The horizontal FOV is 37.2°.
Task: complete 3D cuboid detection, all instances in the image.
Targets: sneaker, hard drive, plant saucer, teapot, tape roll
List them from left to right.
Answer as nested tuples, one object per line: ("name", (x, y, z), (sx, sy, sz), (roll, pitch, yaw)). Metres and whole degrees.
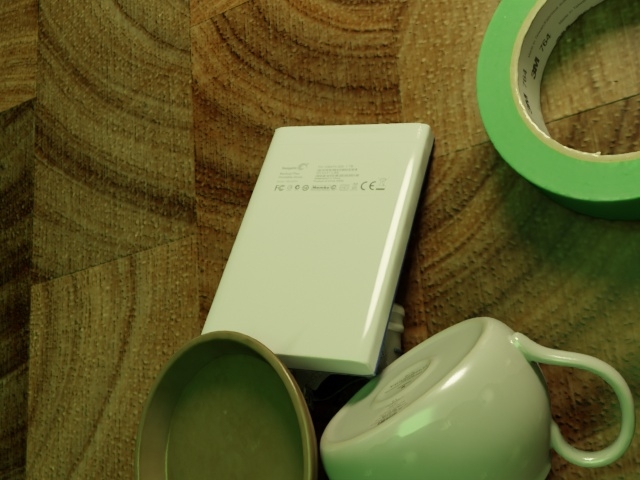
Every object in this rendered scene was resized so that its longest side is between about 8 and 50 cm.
("plant saucer", (-0.099, 0.234, 0.999), (0.277, 0.041, 0.278), (-9, 77, 43))
("sneaker", (-0.033, 0.144, 1.124), (0.281, 0.105, 0.115), (-14, 68, 29))
("hard drive", (0.000, 0.000, 1.110), (0.210, 0.040, 0.319), (2, 57, 26))
("teapot", (0.140, 0.208, 0.942), (0.252, 0.256, 0.187), (-38, 92, -22))
("tape roll", (0.327, -0.184, 1.007), (0.321, 0.077, 0.321), (-10, 71, 31))
